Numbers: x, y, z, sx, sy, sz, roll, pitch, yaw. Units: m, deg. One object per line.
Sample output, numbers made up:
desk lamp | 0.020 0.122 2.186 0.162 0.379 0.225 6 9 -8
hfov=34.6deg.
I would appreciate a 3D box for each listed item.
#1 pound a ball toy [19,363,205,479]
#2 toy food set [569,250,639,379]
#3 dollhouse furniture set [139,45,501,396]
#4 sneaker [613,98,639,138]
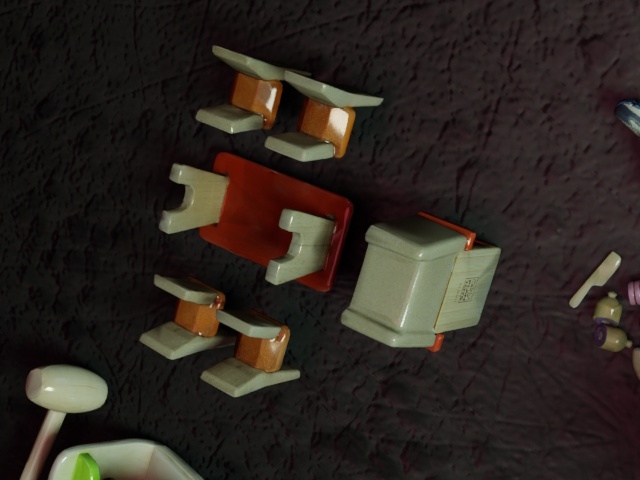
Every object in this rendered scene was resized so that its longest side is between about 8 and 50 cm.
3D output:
pound a ball toy | -0.205 0.297 0.971 0.208 0.136 0.319 29 108 44
toy food set | 0.254 0.068 0.786 0.122 0.019 0.078 41 110 14
dollhouse furniture set | 0.000 0.000 0.852 0.259 0.135 0.262 24 105 31
sneaker | 0.261 -0.048 0.754 0.135 0.052 0.058 46 115 13
